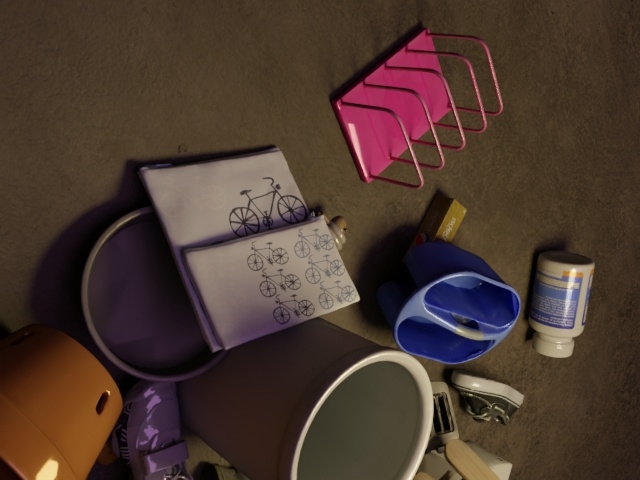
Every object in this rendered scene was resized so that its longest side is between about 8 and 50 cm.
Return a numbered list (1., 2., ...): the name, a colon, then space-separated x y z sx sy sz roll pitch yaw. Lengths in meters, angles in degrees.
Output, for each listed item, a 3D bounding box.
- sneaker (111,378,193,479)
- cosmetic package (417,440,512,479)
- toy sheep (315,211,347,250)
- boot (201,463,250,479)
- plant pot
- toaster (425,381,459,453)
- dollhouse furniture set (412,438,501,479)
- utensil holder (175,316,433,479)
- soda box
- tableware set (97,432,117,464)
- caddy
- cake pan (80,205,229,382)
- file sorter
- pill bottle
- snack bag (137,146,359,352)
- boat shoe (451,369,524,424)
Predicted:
1. sneaker: -0.255 0.425 1.390 0.137 0.210 0.366 -12 114 -52
2. cosmetic package: 0.343 0.742 2.088 0.217 0.156 0.385 10 96 -44
3. toy sheep: 0.000 0.000 1.579 0.132 0.091 0.091 -42 129 -7
4. boot: -0.129 0.527 1.595 0.076 0.190 0.208 -35 144 30
5. plant pot: -0.432 0.263 1.162 0.203 0.290 0.291 -49 133 -40
6. toaster: 0.221 0.416 1.859 0.168 0.110 0.186 0 73 -36
7. dollhouse furniture set: 0.139 0.633 1.787 0.394 0.256 0.362 -30 157 -40
8. utensil holder: -0.044 0.289 1.425 0.327 0.385 0.328 -15 113 -37
9. soda box: 0.264 -0.012 1.828 0.061 0.058 0.181 34 80 -42
10. tableware set: -0.401 0.380 1.387 0.104 0.024 0.154 13 94 -47
11. caddy: 0.292 0.153 1.765 0.341 0.179 0.241 19 118 -37
12. cake pan: -0.263 0.089 1.328 0.293 0.054 0.294 5 80 -33
13. file sorter: 0.209 -0.267 1.607 0.290 0.182 0.202 -42 128 -24
14. pill bottle: 0.658 0.176 2.181 0.152 0.152 0.272 -8 110 -40
15. snack bag: -0.115 -0.006 1.370 0.323 0.037 0.343 -15 75 -40
16. boat shoe: 0.442 0.427 2.091 0.335 0.121 0.119 28 80 -46
